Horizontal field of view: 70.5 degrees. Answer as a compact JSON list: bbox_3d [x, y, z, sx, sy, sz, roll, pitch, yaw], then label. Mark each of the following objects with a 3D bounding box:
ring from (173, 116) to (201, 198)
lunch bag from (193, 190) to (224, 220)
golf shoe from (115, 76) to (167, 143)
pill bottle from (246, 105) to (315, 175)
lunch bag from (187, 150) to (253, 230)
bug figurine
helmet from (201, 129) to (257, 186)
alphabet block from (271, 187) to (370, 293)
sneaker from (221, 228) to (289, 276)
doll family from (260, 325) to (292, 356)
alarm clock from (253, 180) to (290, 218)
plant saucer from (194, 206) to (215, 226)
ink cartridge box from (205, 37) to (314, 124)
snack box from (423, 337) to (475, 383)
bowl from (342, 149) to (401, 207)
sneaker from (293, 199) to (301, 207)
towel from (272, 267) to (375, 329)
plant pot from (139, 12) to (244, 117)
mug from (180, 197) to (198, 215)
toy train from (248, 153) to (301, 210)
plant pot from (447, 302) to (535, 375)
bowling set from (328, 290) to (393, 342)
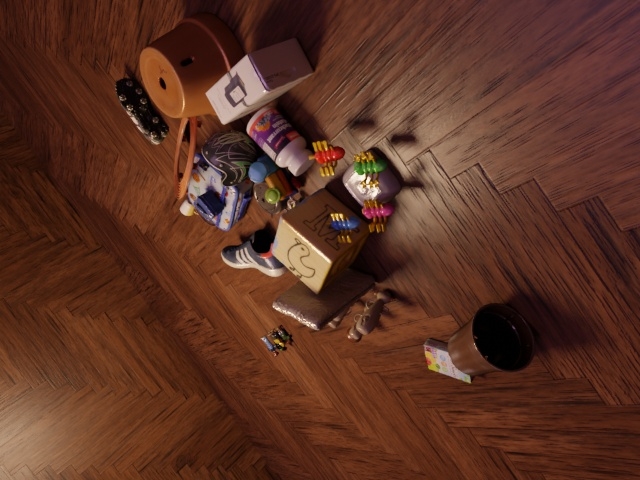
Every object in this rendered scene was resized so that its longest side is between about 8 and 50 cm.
[{"bbox_3d":[-0.461,-0.308,1.567,0.336,0.032,0.336,-21,67,61],"label":"ring"},{"bbox_3d":[-0.397,-0.122,1.587,0.098,0.065,0.067,50,142,-10],"label":"lunch bag"},{"bbox_3d":[-0.712,-0.496,1.769,0.272,0.105,0.120,60,151,-9],"label":"golf shoe"},{"bbox_3d":[-0.108,-0.277,1.283,0.193,0.108,0.108,47,144,7],"label":"pill bottle"},{"bbox_3d":[-0.363,-0.184,1.643,0.243,0.115,0.303,42,144,10],"label":"lunch bag"},{"bbox_3d":[0.081,-0.128,1.144,0.216,0.072,0.279,6,121,38],"label":"bug figurine"},{"bbox_3d":[-0.285,-0.269,1.430,0.169,0.169,0.161,41,153,15],"label":"helmet"},{"bbox_3d":[0.000,0.000,1.331,0.197,0.193,0.192,40,144,16],"label":"alphabet block"},{"bbox_3d":[-0.250,0.025,1.697,0.350,0.131,0.148,8,119,37],"label":"sneaker"},{"bbox_3d":[-0.196,0.460,2.047,0.111,0.076,0.193,50,149,-4],"label":"doll family"},{"bbox_3d":[-0.172,-0.167,1.492,0.129,0.064,0.192,3,119,46],"label":"alarm clock"},{"bbox_3d":[-0.465,-0.137,1.863,0.168,0.029,0.168,29,139,29],"label":"plant saucer"},{"bbox_3d":[-0.160,-0.409,1.173,0.237,0.172,0.100,-12,111,51],"label":"ink cartridge box"},{"bbox_3d":[0.382,0.356,1.346,0.141,0.037,0.100,9,127,43],"label":"snack box"},{"bbox_3d":[0.124,-0.148,1.188,0.142,0.053,0.142,50,145,0],"label":"bowl"},{"bbox_3d":[-0.076,-0.093,1.471,0.035,0.031,0.083,41,143,14],"label":"sneaker"},{"bbox_3d":[0.018,0.157,1.368,0.187,0.282,0.049,18,128,39],"label":"towel"},{"bbox_3d":[-0.382,-0.488,1.325,0.291,0.203,0.290,29,139,29],"label":"plant pot"},{"bbox_3d":[-0.555,-0.148,1.940,0.064,0.078,0.062,-49,49,45],"label":"mug"},{"bbox_3d":[-0.119,-0.142,1.358,0.105,0.143,0.248,-26,101,21],"label":"toy train"},{"bbox_3d":[0.414,0.264,1.139,0.167,0.167,0.165,45,151,10],"label":"plant pot"},{"bbox_3d":[0.102,0.227,1.487,0.287,0.154,0.200,23,154,32],"label":"bowling set"}]
